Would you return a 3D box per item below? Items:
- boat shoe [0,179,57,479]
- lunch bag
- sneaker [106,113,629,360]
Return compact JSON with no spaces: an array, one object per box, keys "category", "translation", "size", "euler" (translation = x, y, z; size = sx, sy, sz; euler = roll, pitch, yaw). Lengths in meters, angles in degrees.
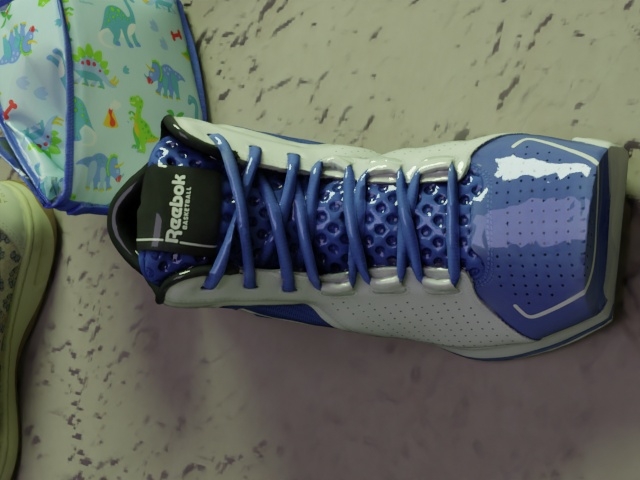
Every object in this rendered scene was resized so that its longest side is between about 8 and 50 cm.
[{"category":"boat shoe","translation":[-0.264,0.094,1.244],"size":[0.104,0.089,0.285],"euler":[13,93,36]},{"category":"lunch bag","translation":[-0.141,-0.084,1.149],"size":[0.096,0.129,0.151],"euler":[-29,69,34]},{"category":"sneaker","translation":[-0.001,0.000,1.006],"size":[0.315,0.182,0.127],"euler":[1,87,36]}]
